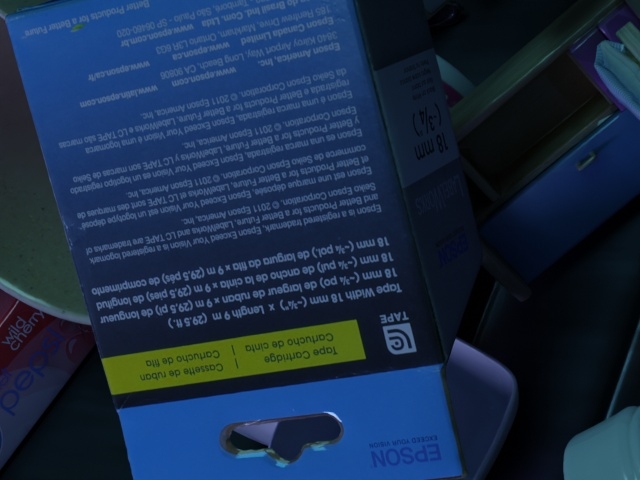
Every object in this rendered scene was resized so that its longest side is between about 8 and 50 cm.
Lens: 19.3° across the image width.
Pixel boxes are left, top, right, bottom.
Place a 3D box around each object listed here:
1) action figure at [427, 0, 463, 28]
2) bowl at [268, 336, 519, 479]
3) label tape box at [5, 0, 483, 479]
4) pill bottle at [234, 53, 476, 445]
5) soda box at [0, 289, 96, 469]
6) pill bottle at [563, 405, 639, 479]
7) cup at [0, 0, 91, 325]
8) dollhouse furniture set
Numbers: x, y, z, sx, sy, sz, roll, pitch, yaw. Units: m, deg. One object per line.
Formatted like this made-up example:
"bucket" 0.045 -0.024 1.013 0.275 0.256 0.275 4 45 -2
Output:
"action figure" 0.050 -0.304 1.605 0.275 0.141 0.164 -106 33 -46
"bowl" 0.052 0.128 1.246 0.142 0.053 0.142 26 76 26
"label tape box" -0.035 -0.013 1.185 0.241 0.333 0.106 -10 10 27
"pill bottle" 0.000 0.000 1.360 0.160 0.160 0.283 8 63 50
"soda box" -0.291 0.126 1.606 0.263 0.092 0.083 -54 35 -7
"pill bottle" 0.279 0.105 0.960 0.283 0.161 0.161 -29 39 22
"cup" -0.179 -0.134 1.454 0.331 0.331 0.237 1 38 47
"dollhouse furniture set" 0.154 -0.047 1.135 0.198 0.286 0.303 -41 24 11
